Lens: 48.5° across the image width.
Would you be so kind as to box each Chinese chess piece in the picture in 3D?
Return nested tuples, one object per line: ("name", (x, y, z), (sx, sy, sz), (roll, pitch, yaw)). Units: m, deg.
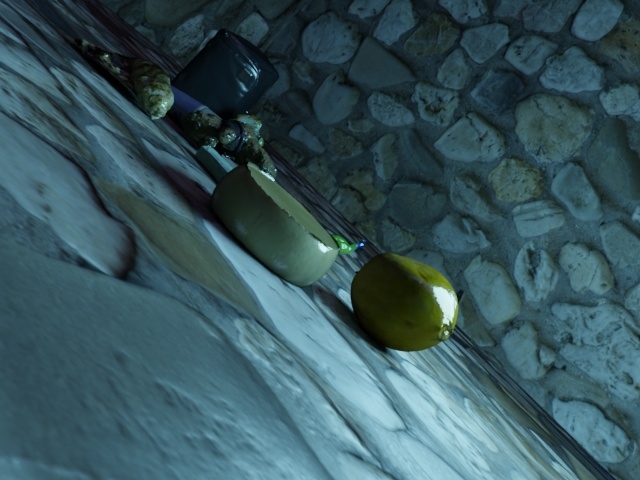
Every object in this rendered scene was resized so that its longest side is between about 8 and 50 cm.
("Chinese chess piece", (-0.079, -0.029, 1.263), (0.250, 0.103, 0.250), (42, 7, -6))

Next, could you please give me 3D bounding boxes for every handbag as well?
("handbag", (-0.303, -0.502, 2.293), (0.178, 0.302, 0.275), (51, 11, 20))

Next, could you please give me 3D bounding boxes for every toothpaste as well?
("toothpaste", (-0.406, -0.384, 1.854), (0.371, 0.080, 0.125), (38, 5, 17))

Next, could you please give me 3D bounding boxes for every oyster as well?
("oyster", (-0.438, -0.384, 1.600), (0.294, 0.094, 0.166), (36, 14, 2))

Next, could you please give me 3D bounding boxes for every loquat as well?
("loquat", (0.154, 0.117, 1.355), (0.234, 0.176, 0.187), (33, 0, 32))

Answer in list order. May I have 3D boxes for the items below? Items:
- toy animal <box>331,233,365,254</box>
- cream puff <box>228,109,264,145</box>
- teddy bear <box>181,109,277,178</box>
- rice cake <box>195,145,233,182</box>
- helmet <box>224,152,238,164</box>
("toy animal", (-0.003, 0.016, 1.670), (0.217, 0.075, 0.041), (10, 12, -14))
("cream puff", (-0.242, -0.315, 2.224), (0.121, 0.156, 0.156), (-1, 7, 1))
("teddy bear", (-0.215, -0.234, 1.723), (0.251, 0.129, 0.182), (36, -29, -14))
("rice cake", (-0.190, -0.125, 1.516), (0.045, 0.042, 0.245), (15, 24, -51))
("helmet", (-0.256, -0.278, 2.034), (0.123, 0.070, 0.098), (37, 8, -46))
